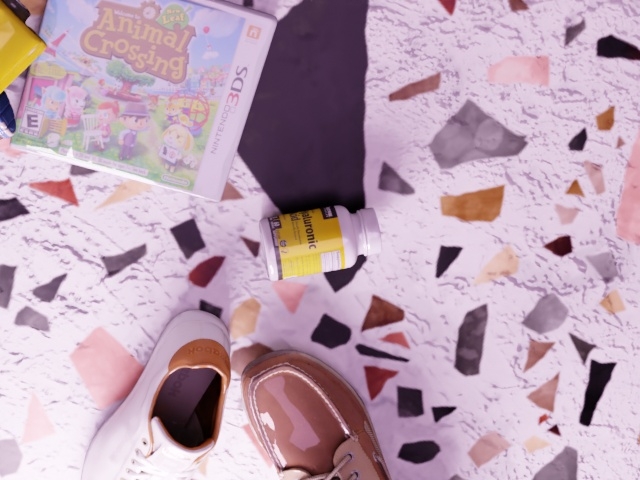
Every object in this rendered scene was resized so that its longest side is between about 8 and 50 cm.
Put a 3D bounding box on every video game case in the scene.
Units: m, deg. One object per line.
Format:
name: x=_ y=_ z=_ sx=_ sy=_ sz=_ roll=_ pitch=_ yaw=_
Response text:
video game case: x=-0.170 y=-0.152 z=1.270 sx=0.212 sy=0.023 sz=0.193 roll=15 pitch=107 yaw=-14

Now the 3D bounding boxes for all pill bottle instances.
pill bottle: x=0.000 y=0.000 z=1.331 sx=0.116 sy=0.065 sz=0.065 roll=-10 pitch=111 yaw=-6

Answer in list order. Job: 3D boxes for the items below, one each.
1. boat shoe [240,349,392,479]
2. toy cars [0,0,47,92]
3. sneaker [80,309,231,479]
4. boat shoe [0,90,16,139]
boat shoe: x=0.023 y=0.255 z=1.401 sx=0.123 sy=0.116 sz=0.324 roll=-31 pitch=112 yaw=3
toy cars: x=-0.335 y=-0.308 z=1.118 sx=0.176 sy=0.087 sz=0.393 roll=-4 pitch=99 yaw=-7
sneaker: x=-0.173 y=0.218 z=1.355 sx=0.106 sy=0.123 sz=0.290 roll=18 pitch=107 yaw=-17
boat shoe: x=-0.354 y=-0.160 z=1.222 sx=0.066 sy=0.066 sz=0.183 roll=-34 pitch=102 yaw=9
